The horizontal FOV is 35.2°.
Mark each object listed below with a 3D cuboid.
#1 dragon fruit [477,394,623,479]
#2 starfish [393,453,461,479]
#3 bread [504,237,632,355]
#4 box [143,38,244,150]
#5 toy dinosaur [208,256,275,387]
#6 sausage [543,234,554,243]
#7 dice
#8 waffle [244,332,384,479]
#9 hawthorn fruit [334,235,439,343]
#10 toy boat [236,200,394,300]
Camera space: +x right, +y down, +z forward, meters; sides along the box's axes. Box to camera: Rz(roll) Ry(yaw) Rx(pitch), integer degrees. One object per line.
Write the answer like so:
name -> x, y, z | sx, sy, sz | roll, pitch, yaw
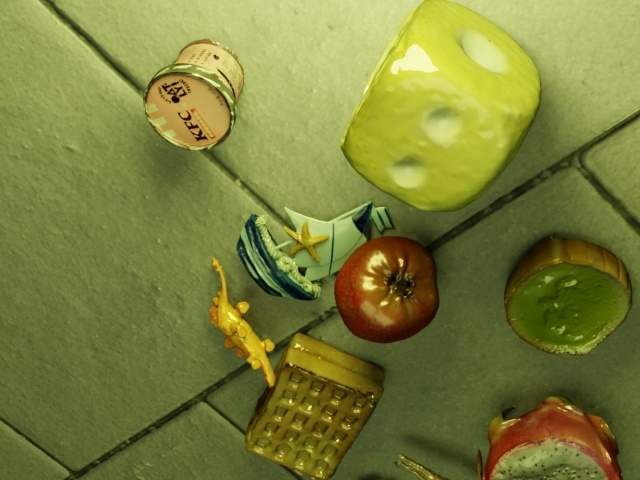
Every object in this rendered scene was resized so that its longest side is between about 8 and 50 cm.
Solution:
dragon fruit -> 0.456, 0.436, 1.991 | 0.290, 0.189, 0.291 | 4, 121, 6
starfish -> 0.378, 0.615, 2.107 | 0.132, 0.384, 0.398 | -44, 132, -6
bread -> 0.437, 0.103, 1.788 | 0.236, 0.070, 0.236 | 4, 129, 5
box -> -0.197, -0.246, 1.660 | 0.151, 0.135, 0.151 | 9, 132, 10
toy dinosaur -> -0.169, 0.169, 2.005 | 0.117, 0.070, 0.288 | -16, 105, 57
sausage -> 0.387, 0.025, 1.786 | 0.015, 0.015, 0.100 | 24, 130, -4
dice -> 0.179, -0.201, 1.524 | 0.226, 0.238, 0.233 | 31, 129, -8
waffle -> -0.019, 0.356, 2.107 | 0.224, 0.098, 0.328 | 24, 131, -2
hawthorn fruit -> 0.108, 0.096, 1.829 | 0.196, 0.197, 0.225 | 31, 159, -10
toy boat -> 0.000, 0.000, 1.862 | 0.291, 0.067, 0.220 | -26, 118, 18
